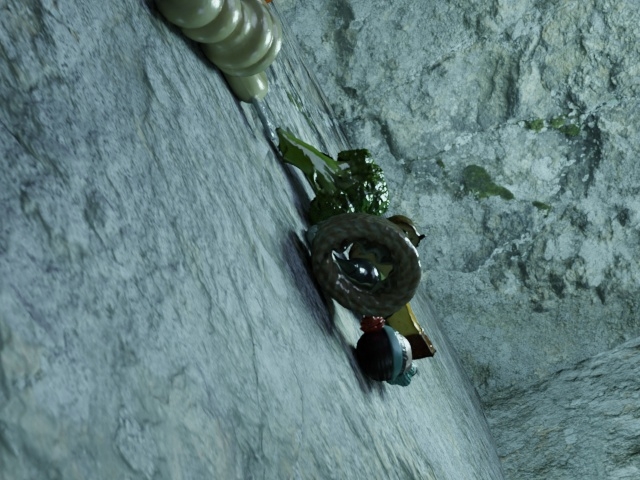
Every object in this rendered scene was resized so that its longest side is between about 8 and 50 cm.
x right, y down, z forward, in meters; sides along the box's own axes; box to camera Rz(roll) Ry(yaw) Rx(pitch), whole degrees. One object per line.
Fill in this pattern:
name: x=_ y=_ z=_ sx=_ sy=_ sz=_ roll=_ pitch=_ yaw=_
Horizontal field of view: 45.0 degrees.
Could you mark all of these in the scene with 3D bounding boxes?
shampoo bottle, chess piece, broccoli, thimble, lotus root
shampoo bottle: x=0.101 y=0.103 z=1.806 sx=0.284 sy=0.101 sz=0.101 roll=47 pitch=20 yaw=-59
chess piece: x=-0.204 y=-0.430 z=1.455 sx=0.167 sy=0.167 sz=0.299 roll=67 pitch=16 yaw=16
broccoli: x=0.019 y=-0.117 z=1.868 sx=0.302 sy=0.186 sz=0.254 roll=1 pitch=56 yaw=-29
thimble: x=0.091 y=0.046 z=1.606 sx=0.148 sy=0.229 sz=0.196 roll=-100 pitch=-157 yaw=-80
lotus root: x=0.161 y=0.046 z=2.059 sx=0.170 sy=0.261 sz=0.074 roll=27 pitch=22 yaw=-15

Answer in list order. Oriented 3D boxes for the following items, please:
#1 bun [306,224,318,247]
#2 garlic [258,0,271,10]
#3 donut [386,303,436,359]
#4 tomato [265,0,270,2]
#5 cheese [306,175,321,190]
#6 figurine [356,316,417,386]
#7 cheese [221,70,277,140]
bun: x=0.000 y=0.000 z=1.705 sx=0.083 sy=0.045 sz=0.083 roll=55 pitch=13 yaw=-19
garlic: x=-0.197 y=-0.500 z=1.763 sx=0.245 sy=0.145 sz=0.164 roll=53 pitch=46 yaw=-39
donut: x=0.248 y=0.257 z=2.225 sx=0.217 sy=0.085 sz=0.141 roll=63 pitch=10 yaw=1
tomato: x=-0.210 y=-0.715 z=2.005 sx=0.260 sy=0.180 sz=0.260 roll=60 pitch=8 yaw=-15
cheese: x=-0.001 y=-0.198 z=2.167 sx=0.127 sy=0.054 sz=0.251 roll=60 pitch=10 yaw=-19
figurine: x=0.145 y=0.248 z=1.686 sx=0.138 sy=0.110 sz=0.245 roll=58 pitch=4 yaw=24
cheese: x=-0.159 y=-0.341 z=1.662 sx=0.163 sy=0.070 sz=0.249 roll=46 pitch=22 yaw=-62
